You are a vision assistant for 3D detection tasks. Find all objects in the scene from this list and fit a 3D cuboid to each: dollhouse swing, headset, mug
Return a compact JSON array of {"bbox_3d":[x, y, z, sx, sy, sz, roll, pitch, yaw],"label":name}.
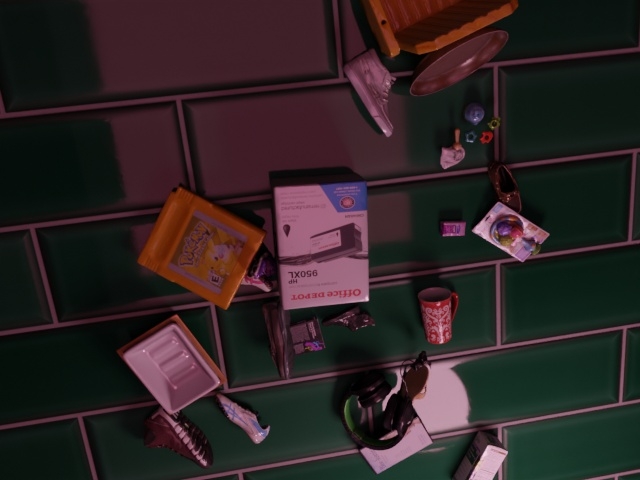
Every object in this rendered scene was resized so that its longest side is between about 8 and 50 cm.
[{"bbox_3d":[0.313,-0.697,1.519,0.347,0.305,0.315,-25,102,0],"label":"dollhouse swing"},{"bbox_3d":[0.238,0.551,1.938,0.243,0.185,0.394,39,115,13],"label":"headset"},{"bbox_3d":[0.419,0.259,1.912,0.150,0.113,0.169,-10,110,-3],"label":"mug"}]

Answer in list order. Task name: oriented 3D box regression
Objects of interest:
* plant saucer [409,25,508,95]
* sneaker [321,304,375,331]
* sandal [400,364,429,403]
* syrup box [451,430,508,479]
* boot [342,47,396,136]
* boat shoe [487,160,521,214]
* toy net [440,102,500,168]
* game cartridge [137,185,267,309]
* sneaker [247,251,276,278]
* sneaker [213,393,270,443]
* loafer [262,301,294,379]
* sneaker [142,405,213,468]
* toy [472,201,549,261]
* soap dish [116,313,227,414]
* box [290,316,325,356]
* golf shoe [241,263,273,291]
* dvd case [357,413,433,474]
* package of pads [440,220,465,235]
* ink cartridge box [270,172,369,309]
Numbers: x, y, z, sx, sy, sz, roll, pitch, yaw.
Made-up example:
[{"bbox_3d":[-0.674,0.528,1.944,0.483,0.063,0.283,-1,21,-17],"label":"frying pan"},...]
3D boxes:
[{"bbox_3d":[0.390,-0.527,1.608,0.310,0.310,0.050,-27,83,0],"label":"plant saucer"},{"bbox_3d":[0.095,0.282,1.900,0.170,0.051,0.089,-24,103,-5],"label":"sneaker"},{"bbox_3d":[0.346,0.544,2.009,0.079,0.088,0.240,6,115,-42],"label":"sandal"},{"bbox_3d":[0.605,0.860,2.110,0.096,0.093,0.237,21,101,-13],"label":"syrup box"},{"bbox_3d":[0.183,-0.453,1.688,0.123,0.095,0.258,-32,106,9],"label":"boot"},{"bbox_3d":[0.619,-0.169,1.842,0.073,0.073,0.207,-32,108,1],"label":"boat shoe"},{"bbox_3d":[0.473,-0.326,1.795,0.122,0.045,0.232,32,100,-17],"label":"toy net"},{"bbox_3d":[-0.371,0.021,1.730,0.323,0.053,0.285,28,99,-2],"label":"game cartridge"},{"bbox_3d":[-0.175,0.085,1.743,0.071,0.170,0.068,40,108,-1],"label":"sneaker"},{"bbox_3d":[-0.275,0.607,1.929,0.237,0.085,0.086,46,69,-13],"label":"sneaker"},{"bbox_3d":[-0.141,0.330,1.842,0.084,0.096,0.267,-2,98,14],"label":"loafer"},{"bbox_3d":[-0.505,0.699,1.914,0.162,0.106,0.281,-34,98,9],"label":"sneaker"},{"bbox_3d":[0.654,-0.016,1.881,0.237,0.056,0.137,27,117,-19],"label":"toy"},{"bbox_3d":[-0.481,0.400,1.816,0.229,0.118,0.291,-32,107,2],"label":"soap dish"},{"bbox_3d":[-0.075,0.337,1.903,0.162,0.029,0.116,-14,106,-2],"label":"box"},{"bbox_3d":[-0.240,0.113,1.802,0.186,0.067,0.086,38,103,-6],"label":"golf shoe"},{"bbox_3d":[0.279,0.756,2.048,0.253,0.022,0.180,-30,123,1],"label":"dvd case"},{"bbox_3d":[0.449,-0.042,1.873,0.083,0.032,0.050,-2,103,-8],"label":"package of pads"},{"bbox_3d":[0.000,0.000,1.750,0.285,0.166,0.395,-5,106,-6],"label":"ink cartridge box"}]
